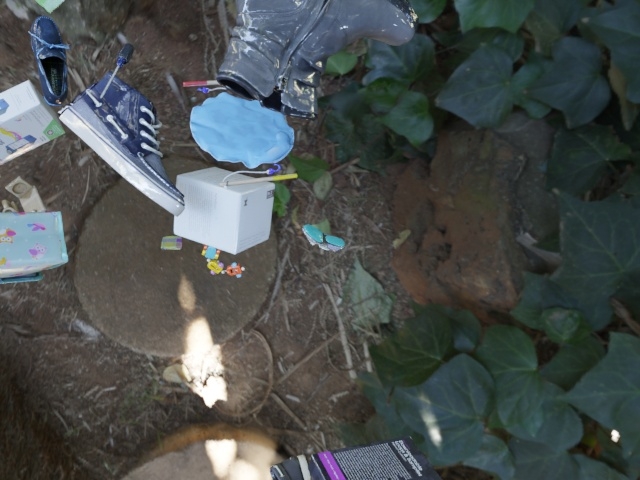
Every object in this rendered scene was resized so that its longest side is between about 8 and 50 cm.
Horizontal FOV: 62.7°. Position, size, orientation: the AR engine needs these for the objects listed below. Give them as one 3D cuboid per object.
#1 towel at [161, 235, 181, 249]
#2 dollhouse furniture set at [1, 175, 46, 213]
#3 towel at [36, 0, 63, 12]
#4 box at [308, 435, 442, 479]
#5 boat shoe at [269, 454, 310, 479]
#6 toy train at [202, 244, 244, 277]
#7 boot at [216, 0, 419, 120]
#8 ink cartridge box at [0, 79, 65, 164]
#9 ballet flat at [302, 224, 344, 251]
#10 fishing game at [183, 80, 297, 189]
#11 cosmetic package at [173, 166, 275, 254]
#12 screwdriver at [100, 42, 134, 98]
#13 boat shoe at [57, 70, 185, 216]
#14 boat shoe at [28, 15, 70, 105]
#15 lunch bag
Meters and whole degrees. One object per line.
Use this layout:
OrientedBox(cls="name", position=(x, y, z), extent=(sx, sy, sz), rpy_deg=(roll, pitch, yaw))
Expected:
OrientedBox(cls="towel", position=(-0.451, 0.007, 1.593), extent=(0.060, 0.083, 0.009), rpy_deg=(-1, 115, -14))
OrientedBox(cls="dollhouse furniture set", position=(-0.870, -0.110, 1.422), extent=(0.144, 0.123, 0.151), rpy_deg=(-40, 145, -4))
OrientedBox(cls="towel", position=(-0.377, -0.413, 0.741), extent=(0.152, 0.023, 0.113), rpy_deg=(-31, 130, 16))
OrientedBox(cls="box", position=(0.080, 0.313, 0.672), extent=(0.162, 0.116, 0.029), rpy_deg=(1, 117, -28))
OrientedBox(cls="boat shoe", position=(-0.040, 0.403, 0.780), extent=(0.065, 0.206, 0.075), rpy_deg=(-6, 107, -8))
OrientedBox(cls="toy train", position=(-0.346, 0.063, 1.867), extent=(0.125, 0.046, 0.166), rpy_deg=(-14, 123, 14))
OrientedBox(cls="boot", position=(0.000, -0.287, 0.800), extent=(0.338, 0.118, 0.222), rpy_deg=(5, 97, -36))
OrientedBox(cls="ink cartridge box", position=(-0.838, -0.313, 1.426), extent=(0.212, 0.154, 0.093), rpy_deg=(-29, 73, -11))
OrientedBox(cls="ballet flat", position=(0.000, 0.000, 1.183), extent=(0.114, 0.041, 0.041), rpy_deg=(22, 91, -28))
OrientedBox(cls="fishing game", position=(-0.139, -0.195, 0.939), extent=(0.189, 0.264, 0.041), rpy_deg=(-14, 150, -27))
OrientedBox(cls="cosmetic package", position=(-0.231, -0.077, 1.268), extent=(0.151, 0.184, 0.151), rpy_deg=(-29, 133, -59))
OrientedBox(cls="screwdriver", position=(-0.383, -0.321, 0.994), extent=(0.025, 0.169, 0.024), rpy_deg=(-3, 141, 4))
OrientedBox(cls="boat shoe", position=(-0.381, -0.212, 1.111), extent=(0.340, 0.127, 0.158), rpy_deg=(41, 83, 4))
OrientedBox(cls="boat shoe", position=(-0.783, -0.534, 1.552), extent=(0.109, 0.089, 0.258), rpy_deg=(-17, 99, -34))
OrientedBox(cls="lunch bag", position=(-0.781, 0.026, 1.286), extent=(0.223, 0.262, 0.160), rpy_deg=(-6, 82, -48))
